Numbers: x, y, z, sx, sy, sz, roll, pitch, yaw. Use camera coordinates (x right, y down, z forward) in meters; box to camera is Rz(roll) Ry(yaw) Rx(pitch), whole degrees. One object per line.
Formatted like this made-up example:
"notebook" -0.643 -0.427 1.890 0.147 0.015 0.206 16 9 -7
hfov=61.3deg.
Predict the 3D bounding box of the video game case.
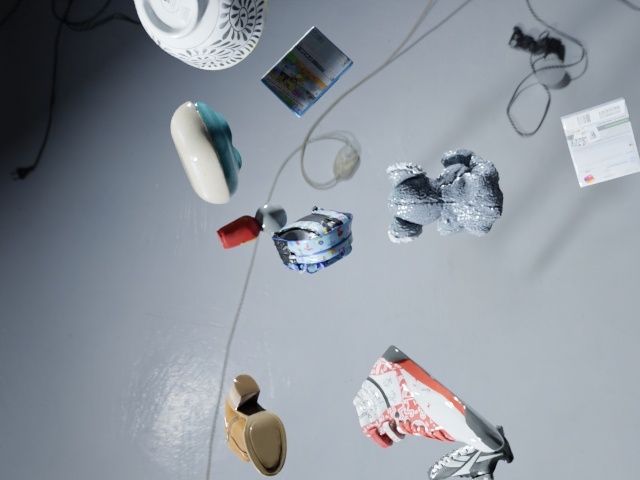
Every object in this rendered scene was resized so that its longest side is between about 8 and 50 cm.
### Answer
"video game case" -0.029 -0.361 1.158 0.119 0.015 0.166 44 87 4

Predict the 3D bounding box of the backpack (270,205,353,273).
"backpack" 0.000 0.000 1.169 0.158 0.173 0.117 -29 107 -29

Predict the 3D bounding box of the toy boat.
"toy boat" -0.197 -0.133 1.157 0.148 0.267 0.318 -25 72 -13

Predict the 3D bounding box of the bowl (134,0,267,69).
"bowl" -0.153 -0.275 0.617 0.170 0.080 0.170 9 120 17

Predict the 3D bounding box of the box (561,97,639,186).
"box" 0.704 -0.243 1.354 0.145 0.038 0.186 -17 105 26

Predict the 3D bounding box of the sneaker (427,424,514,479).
"sneaker" 0.381 0.565 1.356 0.234 0.078 0.106 -35 64 13

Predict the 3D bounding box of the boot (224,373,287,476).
"boot" -0.182 0.513 1.377 0.109 0.220 0.283 -9 43 -32

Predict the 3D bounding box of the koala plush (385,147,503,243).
"koala plush" 0.243 -0.089 1.131 0.221 0.203 0.196 -1 104 -8

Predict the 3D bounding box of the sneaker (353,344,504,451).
"sneaker" 0.159 0.294 0.875 0.145 0.090 0.270 -52 36 -3
